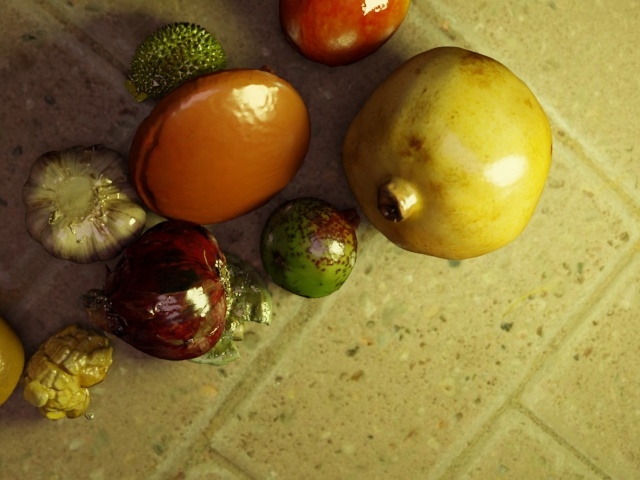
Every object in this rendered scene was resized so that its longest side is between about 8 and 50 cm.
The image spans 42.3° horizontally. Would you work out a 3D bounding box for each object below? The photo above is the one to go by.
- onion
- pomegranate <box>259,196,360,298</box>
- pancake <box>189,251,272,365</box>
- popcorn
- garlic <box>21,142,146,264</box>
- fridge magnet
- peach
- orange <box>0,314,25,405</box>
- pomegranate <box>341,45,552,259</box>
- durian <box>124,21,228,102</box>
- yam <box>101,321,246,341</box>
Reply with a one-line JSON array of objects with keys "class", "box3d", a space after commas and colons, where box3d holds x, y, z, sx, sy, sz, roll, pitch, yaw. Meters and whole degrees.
[{"class": "onion", "box3d": [-0.282, 0.086, 1.560, 0.281, 0.221, 0.281, -1, 68, 2]}, {"class": "pomegranate", "box3d": [0.000, 0.000, 1.685, 0.248, 0.214, 0.214, -31, 104, -36]}, {"class": "pancake", "box3d": [-0.227, 0.131, 1.690, 0.253, 0.037, 0.253, 2, 74, -9]}, {"class": "popcorn", "box3d": [-0.518, 0.263, 1.657, 0.163, 0.140, 0.194, 12, 111, -46]}, {"class": "garlic", "box3d": [-0.454, -0.066, 1.612, 0.245, 0.160, 0.245, 0, 77, -1]}, {"class": "fridge magnet", "box3d": [-0.190, -0.176, 1.577, 0.363, 0.155, 0.363, -20, 142, -16]}, {"class": "peach", "box3d": [0.052, -0.466, 1.591, 0.281, 0.238, 0.281, -27, 136, -30]}, {"class": "orange", "box3d": [-0.687, 0.224, 1.584, 0.236, 0.236, 0.236, -1, 99, -9]}, {"class": "pomegranate", "box3d": [0.227, -0.157, 1.574, 0.417, 0.416, 0.416, -1, 99, -9]}, {"class": "durian", "box3d": [-0.275, -0.344, 1.597, 0.198, 0.146, 0.159, -2, 95, -18]}, {"class": "yam", "box3d": [-0.304, 0.175, 1.717, 0.300, 0.066, 0.066, 3, 98, -8]}]
